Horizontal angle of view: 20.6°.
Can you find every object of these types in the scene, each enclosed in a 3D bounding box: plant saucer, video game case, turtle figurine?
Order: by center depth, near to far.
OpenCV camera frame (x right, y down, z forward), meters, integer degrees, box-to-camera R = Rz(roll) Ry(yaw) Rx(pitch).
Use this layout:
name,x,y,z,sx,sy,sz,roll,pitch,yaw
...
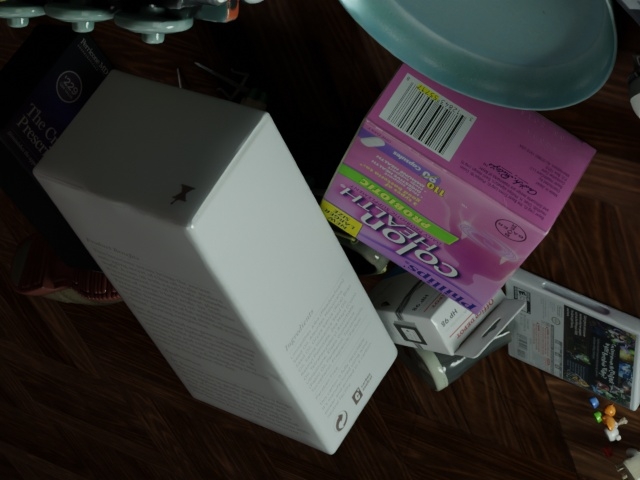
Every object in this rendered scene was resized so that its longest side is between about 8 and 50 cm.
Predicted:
name,x,y,z,sx,sy,sz,roll,pitch,yaw
plant saucer,0.133,-0.242,1.597,0.318,0.043,0.317,27,155,14
turtle figurine,-0.121,-0.111,2.069,0.175,0.118,0.234,4,148,47
video game case,0.299,0.116,2.071,0.173,0.022,0.190,24,153,21

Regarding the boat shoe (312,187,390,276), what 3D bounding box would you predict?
name,x,y,z,sx,sy,sz,roll,pitch,yaw
boat shoe,-0.003,-0.003,2.135,0.109,0.091,0.305,46,153,-24

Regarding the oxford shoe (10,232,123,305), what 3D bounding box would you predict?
name,x,y,z,sx,sy,sz,roll,pitch,yaw
oxford shoe,-0.312,0.038,2.605,0.130,0.123,0.348,20,168,-41

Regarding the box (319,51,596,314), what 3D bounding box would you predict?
name,x,y,z,sx,sy,sz,roll,pitch,yaw
box,0.134,-0.061,1.835,0.213,0.117,0.243,33,156,1

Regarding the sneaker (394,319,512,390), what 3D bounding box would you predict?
name,x,y,z,sx,sy,sz,roll,pitch,yaw
sneaker,0.152,0.107,2.176,0.083,0.118,0.222,68,170,-27

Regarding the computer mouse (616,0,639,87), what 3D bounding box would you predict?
name,x,y,z,sx,sy,sz,roll,pitch,yaw
computer mouse,0.312,-0.195,1.444,0.188,0.072,0.272,13,160,34

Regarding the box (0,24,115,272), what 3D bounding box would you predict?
name,x,y,z,sx,sy,sz,roll,pitch,yaw
box,-0.305,-0.112,2.195,0.103,0.184,0.261,6,144,41

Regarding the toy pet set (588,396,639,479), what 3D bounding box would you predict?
name,x,y,z,sx,sy,sz,roll,pitch,yaw
toy pet set,0.396,0.252,2.184,0.114,0.065,0.122,59,175,44

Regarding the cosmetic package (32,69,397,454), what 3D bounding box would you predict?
name,x,y,z,sx,sy,sz,roll,pitch,yaw
cosmetic package,-0.105,0.032,1.973,0.230,0.161,0.453,19,153,33

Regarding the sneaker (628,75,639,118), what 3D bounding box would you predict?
name,x,y,z,sx,sy,sz,roll,pitch,yaw
sneaker,0.368,-0.032,1.498,0.270,0.145,0.090,25,165,-15

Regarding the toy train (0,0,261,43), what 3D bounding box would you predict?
name,x,y,z,sx,sy,sz,roll,pitch,yaw
toy train,-0.203,-0.285,1.770,0.334,0.190,0.142,11,109,31

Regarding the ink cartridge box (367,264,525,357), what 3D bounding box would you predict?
name,x,y,z,sx,sy,sz,roll,pitch,yaw
ink cartridge box,0.141,0.074,2.061,0.180,0.104,0.060,7,136,54
